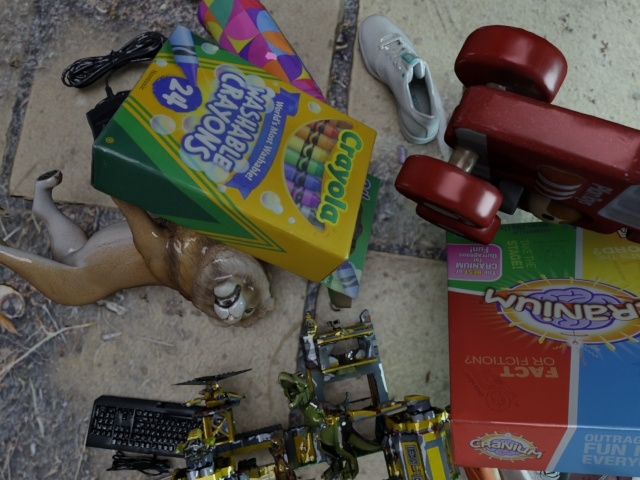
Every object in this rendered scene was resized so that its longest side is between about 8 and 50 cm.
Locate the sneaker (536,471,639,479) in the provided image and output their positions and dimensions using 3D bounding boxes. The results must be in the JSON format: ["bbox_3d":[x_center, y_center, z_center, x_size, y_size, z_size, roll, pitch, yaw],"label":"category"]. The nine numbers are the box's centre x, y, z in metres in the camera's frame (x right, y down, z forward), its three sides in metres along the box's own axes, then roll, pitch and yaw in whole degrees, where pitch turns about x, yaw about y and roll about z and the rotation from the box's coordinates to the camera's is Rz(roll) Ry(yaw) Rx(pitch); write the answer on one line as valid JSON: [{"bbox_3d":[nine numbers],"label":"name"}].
[{"bbox_3d":[0.289,0.197,0.582,0.163,0.106,0.281,-11,82,4],"label":"sneaker"}]

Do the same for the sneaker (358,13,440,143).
[{"bbox_3d":[0.120,-0.249,0.658,0.080,0.094,0.212,-26,81,0],"label":"sneaker"}]

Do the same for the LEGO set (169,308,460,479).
[{"bbox_3d":[-0.025,0.181,0.529,0.332,0.255,0.191,-11,81,-2],"label":"LEGO set"}]

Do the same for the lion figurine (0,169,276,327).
[{"bbox_3d":[-0.265,0.023,0.618,0.393,0.240,0.142,-4,37,17],"label":"lion figurine"}]

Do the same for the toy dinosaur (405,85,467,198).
[{"bbox_3d":[0.215,-0.133,0.664,0.112,0.064,0.211,14,76,28],"label":"toy dinosaur"}]

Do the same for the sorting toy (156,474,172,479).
[{"bbox_3d":[-0.228,0.362,0.628,0.084,0.012,0.061,-19,86,-3],"label":"sorting toy"}]

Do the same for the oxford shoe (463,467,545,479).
[{"bbox_3d":[0.271,0.317,0.518,0.133,0.130,0.363,-33,107,4],"label":"oxford shoe"}]

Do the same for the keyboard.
[{"bbox_3d":[-0.230,0.274,0.629,0.192,0.038,0.100,4,82,4],"label":"keyboard"}]

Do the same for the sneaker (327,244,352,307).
[{"bbox_3d":[0.000,0.000,0.643,0.086,0.064,0.191,-1,74,0],"label":"sneaker"}]

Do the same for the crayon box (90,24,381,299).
[{"bbox_3d":[-0.060,-0.088,0.540,0.323,0.083,0.203,25,56,-15],"label":"crayon box"}]

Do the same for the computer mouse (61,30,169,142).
[{"bbox_3d":[-0.260,-0.187,0.690,0.184,0.060,0.261,-27,73,-2],"label":"computer mouse"}]

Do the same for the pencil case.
[{"bbox_3d":[-0.087,-0.263,0.669,0.105,0.104,0.236,-32,80,-2],"label":"pencil case"}]

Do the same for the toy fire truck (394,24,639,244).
[{"bbox_3d":[0.238,-0.063,0.472,0.254,0.302,0.169,28,93,23],"label":"toy fire truck"}]

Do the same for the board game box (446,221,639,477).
[{"bbox_3d":[0.259,0.083,0.484,0.243,0.316,0.064,-4,121,16],"label":"board game box"}]
